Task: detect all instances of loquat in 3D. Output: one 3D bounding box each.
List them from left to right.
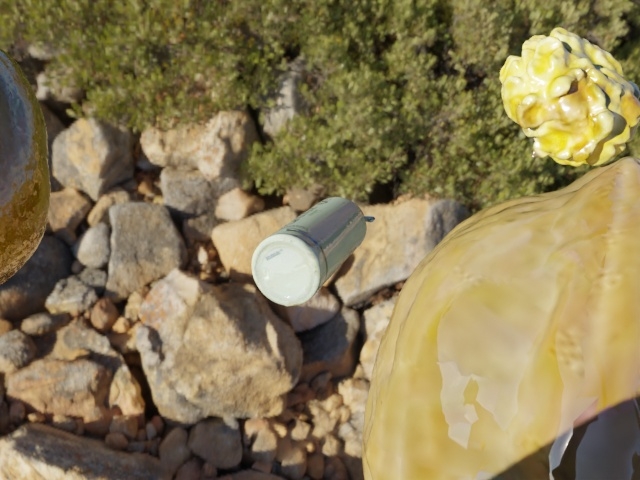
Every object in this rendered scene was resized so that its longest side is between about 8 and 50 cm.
[{"bbox_3d":[-0.410,-0.074,0.716,0.275,0.276,0.284,5,87,-9],"label":"loquat"}]

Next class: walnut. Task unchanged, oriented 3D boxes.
[{"bbox_3d":[0.178,0.120,0.446,0.305,0.344,0.306,1,17,0],"label":"walnut"}]

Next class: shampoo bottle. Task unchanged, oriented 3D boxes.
[{"bbox_3d":[0.000,0.000,0.918,0.085,0.085,0.262,28,23,9],"label":"shampoo bottle"}]

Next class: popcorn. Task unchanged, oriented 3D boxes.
[{"bbox_3d":[0.140,-0.080,0.409,0.083,0.057,0.082,-17,71,-38],"label":"popcorn"}]
